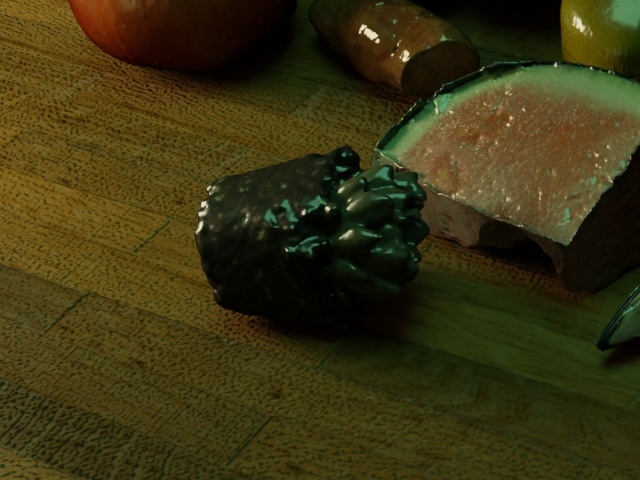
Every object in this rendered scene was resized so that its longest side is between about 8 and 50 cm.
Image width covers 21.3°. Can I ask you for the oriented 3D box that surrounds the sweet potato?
[{"bbox_3d":[0.063,-0.206,1.738,0.097,0.097,0.251,-30,36,-26],"label":"sweet potato"}]

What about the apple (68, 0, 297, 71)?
[{"bbox_3d":[-0.153,-0.302,1.826,0.251,0.206,0.272,-11,37,5],"label":"apple"}]

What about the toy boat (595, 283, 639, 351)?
[{"bbox_3d":[0.296,0.028,1.372,0.210,0.084,0.066,-36,54,-22],"label":"toy boat"}]

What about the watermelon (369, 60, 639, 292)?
[{"bbox_3d":[0.184,-0.062,1.473,0.318,0.148,0.226,0,44,17],"label":"watermelon"}]

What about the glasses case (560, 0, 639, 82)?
[{"bbox_3d":[0.402,-0.247,1.663,0.371,0.141,0.173,-19,36,-12],"label":"glasses case"}]

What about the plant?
[{"bbox_3d":[0.000,0.000,1.435,0.194,0.132,0.129,-2,40,20],"label":"plant"}]

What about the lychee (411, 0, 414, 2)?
[{"bbox_3d":[0.102,-0.343,1.845,0.188,0.188,0.188,-7,36,5],"label":"lychee"}]
